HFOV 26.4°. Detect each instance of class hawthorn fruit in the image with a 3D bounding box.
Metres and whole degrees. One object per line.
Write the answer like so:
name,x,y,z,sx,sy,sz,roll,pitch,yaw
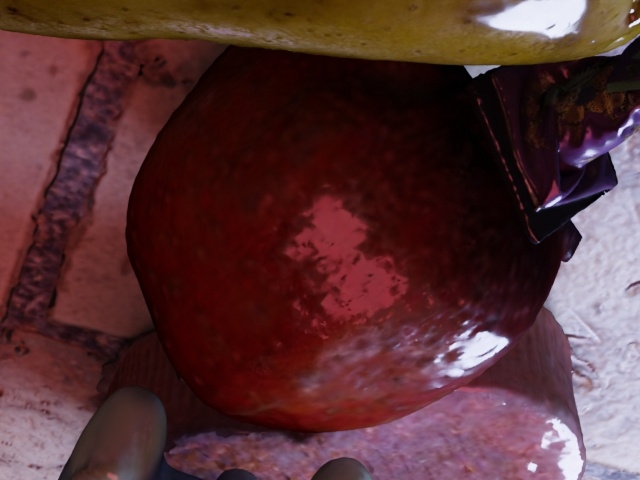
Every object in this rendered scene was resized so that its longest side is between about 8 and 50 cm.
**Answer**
hawthorn fruit,0.000,0.000,0.702,0.215,0.215,0.249,32,130,-26

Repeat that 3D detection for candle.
candle,0.018,0.163,0.894,0.317,0.131,0.287,-10,134,12

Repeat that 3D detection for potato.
potato,-0.042,-0.145,0.534,0.369,0.176,0.195,14,160,8

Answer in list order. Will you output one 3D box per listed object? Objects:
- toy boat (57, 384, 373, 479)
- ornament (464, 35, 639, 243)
toy boat,-0.056,0.212,0.804,0.215,0.123,0.330,14,128,11
ornament,0.161,-0.075,0.572,0.203,0.088,0.081,-25,96,51
